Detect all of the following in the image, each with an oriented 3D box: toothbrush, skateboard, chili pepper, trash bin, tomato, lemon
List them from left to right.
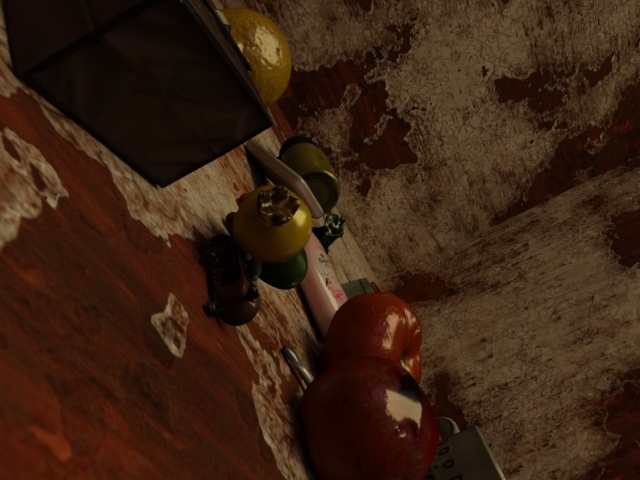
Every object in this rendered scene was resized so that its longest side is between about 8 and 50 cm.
[{"bbox_3d":[-0.119,0.053,0.725,0.151,0.067,0.080,-115,-177,-45],"label":"skateboard"},{"bbox_3d":[-0.183,-0.396,1.182,0.228,0.228,0.253,63,24,1],"label":"lemon"},{"bbox_3d":[0.001,-0.001,1.417,0.083,0.099,0.253,28,-18,-8],"label":"chili pepper"},{"bbox_3d":[0.007,0.286,0.901,0.269,0.027,0.021,60,21,-14],"label":"toothbrush"},{"bbox_3d":[0.075,0.164,1.346,0.059,0.130,0.116,109,-38,-57],"label":"trash bin"},{"bbox_3d":[0.076,0.275,0.791,0.208,0.184,0.208,63,6,-12],"label":"tomato"},{"bbox_3d":[0.103,0.230,1.065,0.260,0.180,0.260,-7,98,-61],"label":"tomato"}]

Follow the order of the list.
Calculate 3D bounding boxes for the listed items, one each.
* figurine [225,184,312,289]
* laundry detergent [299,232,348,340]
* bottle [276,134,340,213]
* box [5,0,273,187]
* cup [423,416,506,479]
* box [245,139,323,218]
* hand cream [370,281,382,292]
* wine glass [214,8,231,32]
[{"bbox_3d":[-0.088,-0.030,0.818,0.185,0.127,0.234,56,-6,25],"label":"figurine"},{"bbox_3d":[-0.010,0.077,1.259,0.335,0.088,0.159,66,10,22],"label":"laundry detergent"},{"bbox_3d":[-0.052,-0.226,1.735,0.171,0.171,0.351,59,7,-33],"label":"bottle"},{"bbox_3d":[-0.195,-0.208,0.623,0.153,0.188,0.252,64,5,28],"label":"box"},{"bbox_3d":[0.197,0.424,0.916,0.186,0.234,0.258,60,9,-24],"label":"cup"},{"bbox_3d":[-0.096,-0.159,1.367,0.285,0.044,0.142,43,-8,45],"label":"box"},{"bbox_3d":[0.136,0.241,1.483,0.230,0.149,0.230,61,10,-19],"label":"hand cream"},{"bbox_3d":[-0.267,-0.392,0.899,0.196,0.165,0.165,56,8,-1],"label":"wine glass"}]
